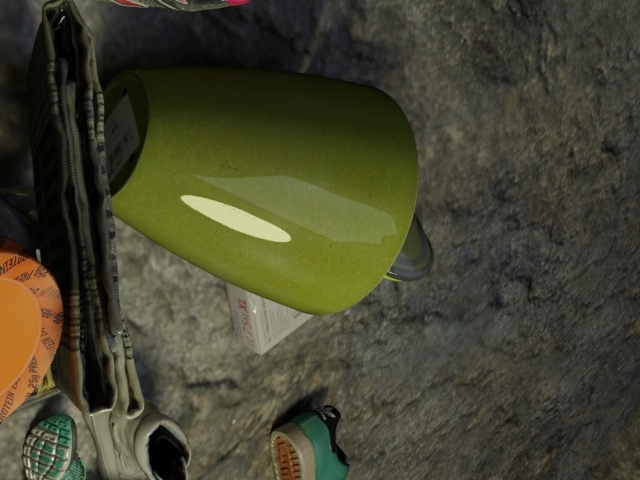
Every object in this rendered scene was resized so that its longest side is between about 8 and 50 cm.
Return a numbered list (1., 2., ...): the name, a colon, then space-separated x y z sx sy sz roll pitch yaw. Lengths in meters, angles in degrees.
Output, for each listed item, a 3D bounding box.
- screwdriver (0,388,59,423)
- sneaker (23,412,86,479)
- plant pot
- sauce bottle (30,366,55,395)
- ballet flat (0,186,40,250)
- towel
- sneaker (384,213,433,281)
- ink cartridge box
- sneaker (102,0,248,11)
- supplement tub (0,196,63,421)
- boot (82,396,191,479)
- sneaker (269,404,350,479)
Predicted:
1. screwdriver: -0.339 0.184 1.190 0.170 0.024 0.025 -27 106 -48
2. sneaker: -0.315 0.272 1.260 0.076 0.065 0.166 -32 144 -59
3. plant pot: -0.093 -0.076 1.120 0.294 0.275 0.274 14 104 -39
4. sauce bottle: -0.316 0.151 1.170 0.128 0.042 0.042 -26 134 -39
5. ballet flat: -0.279 -0.014 1.070 0.203 0.074 0.074 25 94 -53
6. towel: -0.203 -0.014 0.877 0.056 0.324 0.312 -5 89 -18
7. sneaker: 0.071 -0.063 1.339 0.111 0.121 0.300 -48 120 -25
8. ink cartridge box: 0.000 0.000 1.442 0.311 0.065 0.185 -33 136 -30
9. sneaker: -0.181 -0.274 0.959 0.299 0.112 0.120 -11 124 -47
10. supplement tub: -0.345 0.009 0.778 0.194 0.316 0.193 -31 137 -34
11. boot: -0.218 0.286 1.323 0.095 0.123 0.258 -41 142 -25
12. sneaker: -0.005 0.397 1.696 0.121 0.108 0.302 -28 134 -32
